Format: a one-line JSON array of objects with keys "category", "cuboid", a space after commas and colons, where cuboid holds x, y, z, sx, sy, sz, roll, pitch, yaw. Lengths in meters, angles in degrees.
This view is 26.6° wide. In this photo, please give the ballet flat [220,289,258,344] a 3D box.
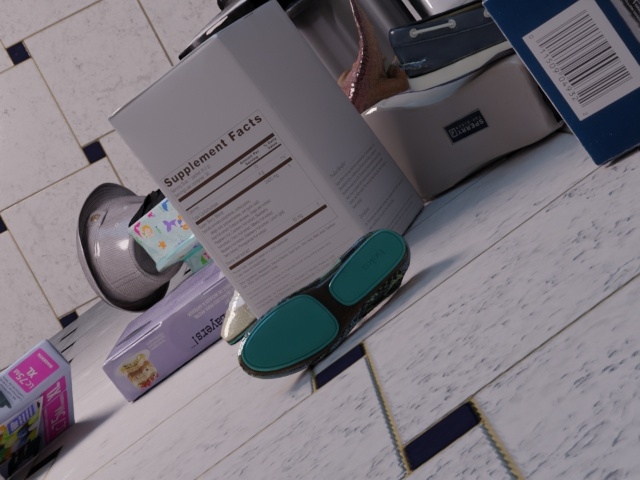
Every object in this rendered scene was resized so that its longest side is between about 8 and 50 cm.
[{"category": "ballet flat", "cuboid": [-0.072, 0.056, 1.620, 0.168, 0.052, 0.057, -44, 11, -32]}]

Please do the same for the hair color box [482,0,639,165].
[{"category": "hair color box", "cuboid": [0.291, -0.225, 1.206, 0.105, 0.174, 0.347, -30, 10, 40]}]

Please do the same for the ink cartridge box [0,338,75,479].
[{"category": "ink cartridge box", "cuboid": [-0.449, 0.277, 1.733, 0.311, 0.065, 0.186, -38, -20, -26]}]

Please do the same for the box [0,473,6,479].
[{"category": "box", "cuboid": [-0.403, 0.318, 1.501, 0.067, 0.063, 0.324, -39, 7, -1]}]

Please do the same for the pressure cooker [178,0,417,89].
[{"category": "pressure cooker", "cuboid": [-0.023, -0.300, 2.218, 0.370, 0.420, 0.375, -31, 10, 36]}]

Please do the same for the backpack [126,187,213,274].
[{"category": "backpack", "cuboid": [-0.208, -0.047, 2.397, 0.225, 0.191, 0.253, -34, 0, 41]}]

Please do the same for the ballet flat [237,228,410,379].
[{"category": "ballet flat", "cuboid": [0.007, 0.066, 1.217, 0.188, 0.070, 0.070, -36, 7, -12]}]

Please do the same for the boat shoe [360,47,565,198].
[{"category": "boat shoe", "cuboid": [0.182, -0.148, 1.530, 0.158, 0.127, 0.340, -35, 13, -37]}]

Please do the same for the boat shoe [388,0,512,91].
[{"category": "boat shoe", "cuboid": [0.191, -0.244, 1.413, 0.254, 0.079, 0.095, -27, 15, -1]}]

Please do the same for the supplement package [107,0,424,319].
[{"category": "supplement package", "cuboid": [-0.055, -0.086, 1.496, 0.175, 0.293, 0.177, -33, 7, 28]}]

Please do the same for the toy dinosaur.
[{"category": "toy dinosaur", "cuboid": [0.047, -0.148, 1.690, 0.127, 0.296, 0.200, 24, 44, 30]}]

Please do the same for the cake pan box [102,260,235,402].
[{"category": "cake pan box", "cuboid": [-0.152, 0.084, 1.788, 0.267, 0.070, 0.246, -36, 9, 4]}]

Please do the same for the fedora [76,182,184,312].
[{"category": "fedora", "cuboid": [-0.329, -0.001, 2.519, 0.124, 0.244, 0.275, -21, 26, 33]}]

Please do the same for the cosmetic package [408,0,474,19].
[{"category": "cosmetic package", "cuboid": [0.259, -0.513, 2.175, 0.327, 0.329, 0.393, -35, -14, 7]}]
